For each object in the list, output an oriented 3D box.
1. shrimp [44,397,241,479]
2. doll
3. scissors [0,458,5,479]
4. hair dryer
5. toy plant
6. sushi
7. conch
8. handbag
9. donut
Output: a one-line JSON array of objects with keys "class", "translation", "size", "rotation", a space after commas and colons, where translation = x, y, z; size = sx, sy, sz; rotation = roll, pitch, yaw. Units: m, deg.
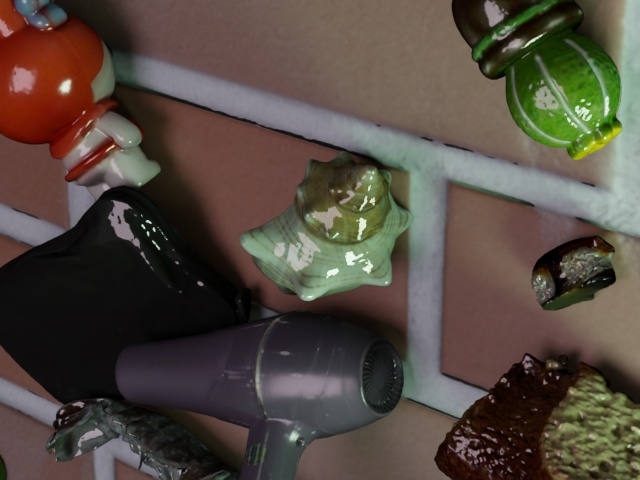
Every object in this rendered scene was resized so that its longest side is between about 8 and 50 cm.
[{"class": "shrimp", "translation": [-0.118, 0.289, 1.890], "size": [0.410, 0.166, 0.221], "rotation": [49, 169, 30]}, {"class": "doll", "translation": [-0.274, -0.161, 1.851], "size": [0.290, 0.130, 0.161], "rotation": [52, 148, -7]}, {"class": "scissors", "translation": [-0.460, 0.255, 2.293], "size": [0.204, 0.027, 0.101], "rotation": [33, 125, 28]}, {"class": "hair dryer", "translation": [-0.097, 0.231, 1.722], "size": [0.301, 0.361, 0.121], "rotation": [-3, 148, 36]}, {"class": "toy plant", "translation": [0.174, -0.139, 1.463], "size": [0.162, 0.093, 0.093], "rotation": [56, 136, 7]}, {"class": "sushi", "translation": [0.210, 0.024, 1.542], "size": [0.083, 0.044, 0.046], "rotation": [-30, 63, 45]}, {"class": "conch", "translation": [0.003, 0.005, 1.657], "size": [0.234, 0.137, 0.114], "rotation": [-55, 51, 36]}, {"class": "handbag", "translation": [-0.215, 0.064, 1.919], "size": [0.191, 0.075, 0.332], "rotation": [48, 136, -11]}, {"class": "donut", "translation": [0.198, 0.179, 1.557], "size": [0.187, 0.126, 0.144], "rotation": [36, 136, 28]}]
